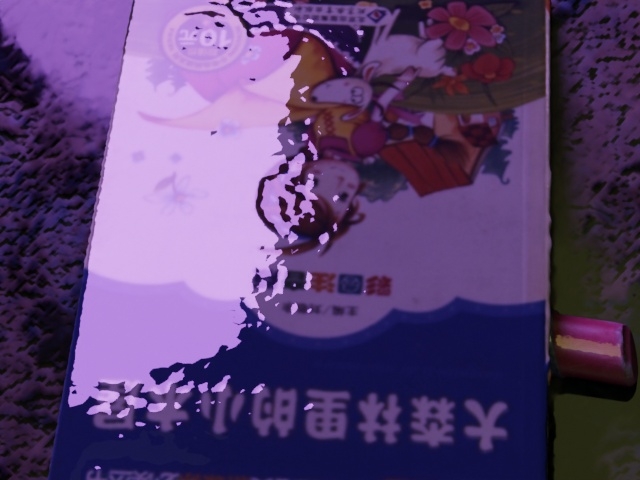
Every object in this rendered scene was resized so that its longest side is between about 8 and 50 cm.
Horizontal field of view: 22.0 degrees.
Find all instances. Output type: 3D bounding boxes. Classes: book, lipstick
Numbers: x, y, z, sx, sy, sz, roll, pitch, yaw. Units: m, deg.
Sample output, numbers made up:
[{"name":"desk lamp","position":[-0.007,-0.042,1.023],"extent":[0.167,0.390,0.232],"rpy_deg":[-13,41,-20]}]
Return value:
[{"name":"book","position":[0.000,0.000,0.804],"extent":[0.228,0.018,0.322],"rpy_deg":[2,58,4]},{"name":"lipstick","position":[0.041,0.044,0.817],"extent":[0.234,0.053,0.053],"rpy_deg":[10,73,9]}]

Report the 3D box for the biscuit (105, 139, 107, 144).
[{"name":"biscuit","position":[-0.069,-0.049,0.881],"extent":[0.089,0.016,0.046],"rpy_deg":[-19,69,2]}]
